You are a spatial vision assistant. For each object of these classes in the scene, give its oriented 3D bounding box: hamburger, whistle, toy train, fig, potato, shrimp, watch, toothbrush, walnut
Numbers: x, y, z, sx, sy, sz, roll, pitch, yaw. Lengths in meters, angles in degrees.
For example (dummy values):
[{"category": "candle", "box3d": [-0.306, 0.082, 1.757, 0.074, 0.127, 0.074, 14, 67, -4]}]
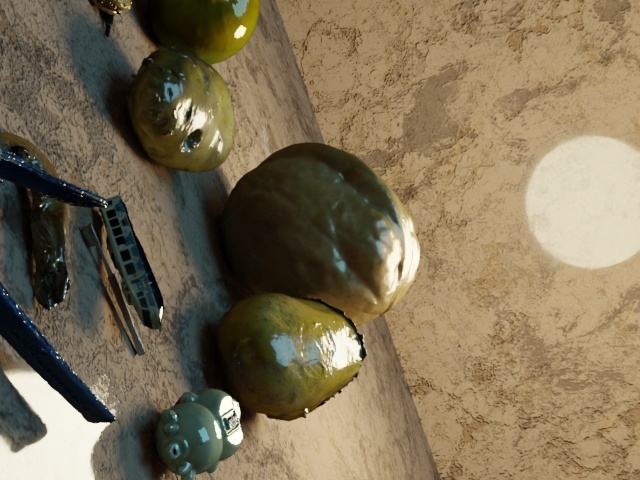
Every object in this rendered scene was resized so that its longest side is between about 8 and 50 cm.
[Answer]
[{"category": "hamburger", "box3d": [-0.341, -0.403, 2.091, 0.076, 0.044, 0.083, 34, 41, -42]}, {"category": "whistle", "box3d": [-0.161, 0.255, 1.755, 0.253, 0.105, 0.102, -25, 127, -72]}, {"category": "toy train", "box3d": [-0.252, 0.034, 1.735, 0.043, 0.047, 0.207, 90, -21, -57]}, {"category": "fig", "box3d": [-0.223, -0.422, 2.371, 0.230, 0.207, 0.207, -9, -76, 57]}, {"category": "potato", "box3d": [-0.231, -0.211, 2.097, 0.296, 0.141, 0.192, 29, 60, -76]}, {"category": "shrimp", "box3d": [-0.334, -0.031, 1.508, 0.152, 0.046, 0.219, 51, 24, -60]}, {"category": "watch", "box3d": [-0.313, 0.046, 1.379, 0.274, 0.068, 0.276, 35, 46, -64]}, {"category": "potato", "box3d": [-0.074, 0.189, 2.112, 0.266, 0.229, 0.229, 9, 62, -61]}, {"category": "toothbrush", "box3d": [-0.273, 0.066, 1.729, 0.014, 0.017, 0.194, -114, -178, -73]}, {"category": "walnut", "box3d": [0.000, 0.000, 2.388, 0.381, 0.381, 0.381, -19, 90, -79]}]

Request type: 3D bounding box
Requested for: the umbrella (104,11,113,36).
[{"category": "umbrella", "box3d": [-0.340, -0.423, 2.171, 0.044, 0.044, 0.269, 28, 38, -33]}]
